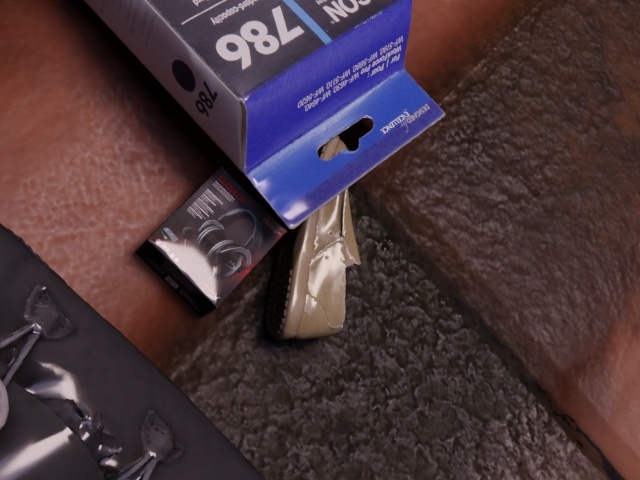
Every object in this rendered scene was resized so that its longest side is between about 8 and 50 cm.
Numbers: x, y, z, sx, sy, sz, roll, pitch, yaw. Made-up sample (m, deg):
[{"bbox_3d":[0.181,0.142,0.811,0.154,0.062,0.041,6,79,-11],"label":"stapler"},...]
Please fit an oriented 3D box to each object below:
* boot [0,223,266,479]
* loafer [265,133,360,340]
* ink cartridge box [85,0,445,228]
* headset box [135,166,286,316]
[{"bbox_3d":[-0.208,0.149,0.434,0.367,0.146,0.445,-44,106,-37],"label":"boot"},{"bbox_3d":[0.000,0.000,0.675,0.050,0.056,0.148,19,75,-24],"label":"loafer"},{"bbox_3d":[-0.065,-0.180,0.658,0.332,0.065,0.165,47,58,6],"label":"ink cartridge box"},{"bbox_3d":[-0.068,-0.002,0.651,0.062,0.032,0.083,46,61,-7],"label":"headset box"}]
